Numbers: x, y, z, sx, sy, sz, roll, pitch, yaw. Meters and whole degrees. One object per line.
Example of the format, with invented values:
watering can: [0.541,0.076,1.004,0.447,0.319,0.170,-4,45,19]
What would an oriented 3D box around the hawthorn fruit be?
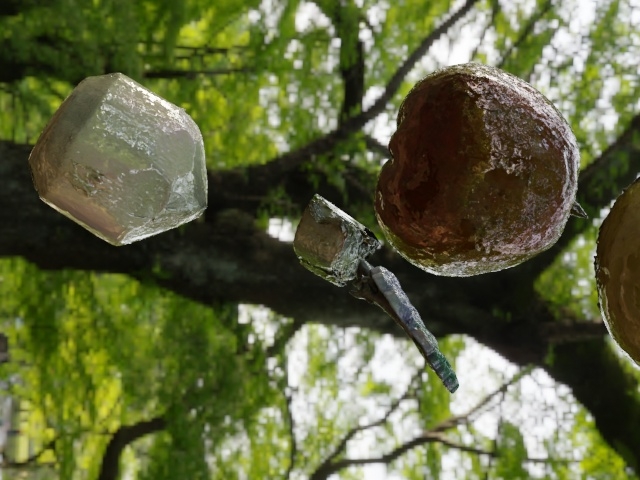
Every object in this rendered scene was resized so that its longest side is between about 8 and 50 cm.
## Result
hawthorn fruit: [0.300,-0.111,1.968,0.403,0.402,0.403,-179,-90,-80]

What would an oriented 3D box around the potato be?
potato: [0.480,0.064,1.461,0.242,0.242,0.286,-106,-151,-59]

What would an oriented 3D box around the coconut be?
coconut: [-0.255,-0.101,1.439,0.224,0.234,0.224,-55,-175,7]

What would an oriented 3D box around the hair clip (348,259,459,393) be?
hair clip: [0.091,0.094,1.216,0.195,0.052,0.124,54,7,35]

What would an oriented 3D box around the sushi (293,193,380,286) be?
sushi: [0.014,0.011,1.682,0.109,0.134,0.273,-55,-179,4]
